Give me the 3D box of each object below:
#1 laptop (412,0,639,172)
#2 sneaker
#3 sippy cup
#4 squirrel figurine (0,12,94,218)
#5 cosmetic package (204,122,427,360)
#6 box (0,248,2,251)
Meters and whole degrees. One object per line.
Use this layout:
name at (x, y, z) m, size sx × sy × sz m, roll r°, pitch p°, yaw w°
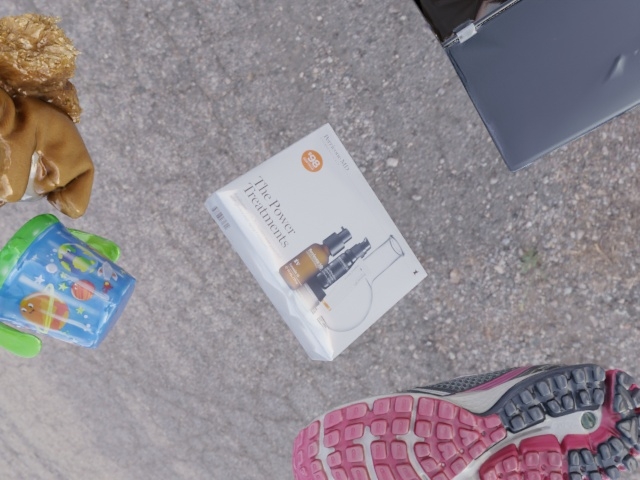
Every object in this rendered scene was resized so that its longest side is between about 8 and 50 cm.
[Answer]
laptop at (0.393, -0.413, 0.930) m, size 0.382 × 0.407 × 0.236 m, roll -30°, pitch 148°, yaw 17°
sneaker at (0.124, 0.182, 0.474) m, size 0.112 × 0.300 × 0.120 m, roll 105°, pitch 156°, yaw -81°
sippy cup at (-0.508, 0.098, 1.070) m, size 0.224 × 0.305 × 0.240 m, roll 29°, pitch 153°, yaw -10°
squirrel figurine at (-0.629, -0.262, 1.028) m, size 0.282 × 0.396 × 0.370 m, roll 5°, pitch 157°, yaw 11°
cosmetic package at (0.000, 0.000, 1.054) m, size 0.377 × 0.284 × 0.097 m, roll 56°, pitch 152°, yaw -6°
box at (-0.743, 0.102, 1.466) m, size 0.094 × 0.275 × 0.113 m, roll -38°, pitch 61°, yaw 33°
